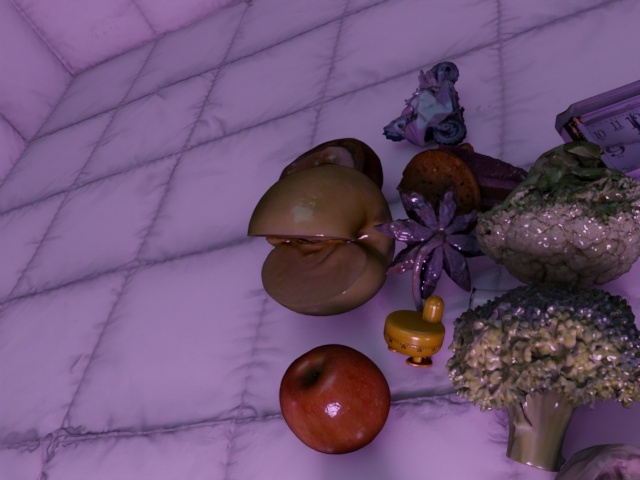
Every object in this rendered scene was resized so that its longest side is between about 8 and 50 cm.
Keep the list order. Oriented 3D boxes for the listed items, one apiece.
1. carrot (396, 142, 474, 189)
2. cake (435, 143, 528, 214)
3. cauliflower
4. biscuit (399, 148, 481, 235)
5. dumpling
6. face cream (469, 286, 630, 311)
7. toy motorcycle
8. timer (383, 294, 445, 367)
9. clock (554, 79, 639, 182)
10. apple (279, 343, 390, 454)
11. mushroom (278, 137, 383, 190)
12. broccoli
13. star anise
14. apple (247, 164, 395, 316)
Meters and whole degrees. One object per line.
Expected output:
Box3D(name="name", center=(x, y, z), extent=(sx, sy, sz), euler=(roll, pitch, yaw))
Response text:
Box3D(name="carrot", center=(0.247, -0.160, 1.546), extent=(0.190, 0.037, 0.037), euler=(-26, 38, 14))
Box3D(name="cake", center=(0.316, -0.101, 1.366), extent=(0.113, 0.116, 0.295), euler=(-48, 35, -14))
Box3D(name="cauliflower", center=(0.379, -0.048, 1.116), extent=(0.275, 0.272, 0.250), euler=(6, 76, 23))
Box3D(name="biscuit", center=(0.233, -0.087, 1.372), extent=(0.027, 0.188, 0.188), euler=(-21, 23, -40))
Box3D(name="dumpling", center=(0.364, 0.304, 0.873), extent=(0.199, 0.136, 0.118), euler=(-33, 44, 20))
Box3D(name="face cream", center=(0.365, 0.116, 1.144), extent=(0.244, 0.058, 0.092), euler=(2, 45, 31))
Box3D(name="toy motorcycle", center=(0.233, -0.302, 1.650), extent=(0.204, 0.108, 0.239), euler=(-15, 41, 25))
Box3D(name="timer", center=(0.164, 0.149, 1.212), extent=(0.107, 0.109, 0.107), euler=(8, 18, -3))
Box3D(name="clock", center=(0.551, -0.175, 1.212), extent=(0.253, 0.083, 0.186), euler=(-19, 59, -4))
Box3D(name="apple", center=(0.021, 0.257, 1.157), extent=(0.181, 0.168, 0.181), euler=(-26, 35, 21))
Box3D(name="mushroom", center=(0.018, -0.122, 1.581), extent=(0.253, 0.153, 0.253), euler=(-14, 39, 12))
Box3D(name="broccoli", center=(0.299, 0.168, 0.984), extent=(0.235, 0.288, 0.260), euler=(37, 86, 7))
Box3D(name="star anise", center=(0.206, 0.014, 1.271), extent=(0.081, 0.230, 0.262), euler=(145, 139, -77))
Box3D(name="apple", center=(0.000, 0.000, 1.355), extent=(0.254, 0.292, 0.292), euler=(0, 49, 42))
